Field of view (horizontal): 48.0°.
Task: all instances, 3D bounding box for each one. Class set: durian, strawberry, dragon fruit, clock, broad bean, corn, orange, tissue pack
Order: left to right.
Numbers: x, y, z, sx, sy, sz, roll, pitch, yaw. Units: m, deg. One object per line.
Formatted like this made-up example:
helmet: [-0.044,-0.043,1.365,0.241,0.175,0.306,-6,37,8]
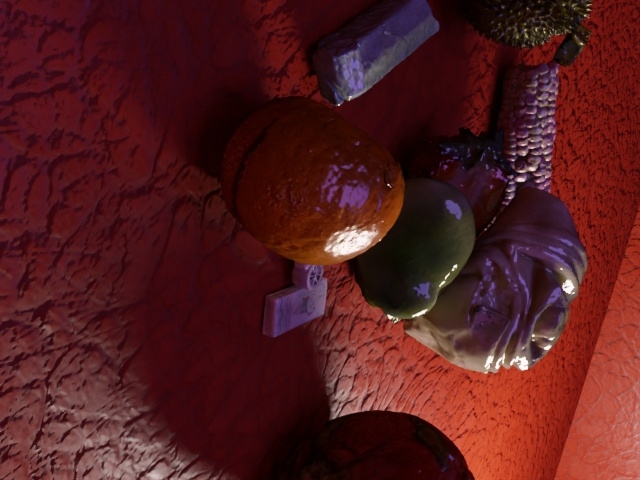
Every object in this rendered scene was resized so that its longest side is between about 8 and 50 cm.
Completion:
tissue pack: [-0.032,0.085,0.936,0.108,0.023,0.056,-21,123,-51]
orange: [-0.012,-0.057,0.746,0.161,0.193,0.193,-58,148,5]
clock: [0.000,0.000,0.923,0.129,0.041,0.087,-60,150,-25]
dragon fruit: [0.090,0.387,1.057,0.342,0.277,0.277,48,66,-41]
broad bean: [0.126,0.009,1.022,0.228,0.169,0.100,-57,-163,26]
strawberry: [0.197,-0.062,1.104,0.174,0.098,0.228,-3,123,-20]
durian: [0.284,-0.345,1.012,0.159,0.198,0.146,2,116,-34]
corn: [0.368,-0.158,1.310,0.127,0.127,0.335,-29,127,-46]

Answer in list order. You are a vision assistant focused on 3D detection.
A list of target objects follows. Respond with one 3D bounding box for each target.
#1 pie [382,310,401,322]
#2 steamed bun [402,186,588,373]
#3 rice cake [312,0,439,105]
pie: [0.130,0.095,1.182,0.084,0.020,0.084,-32,132,-44]
steamed bun: [0.303,0.088,1.174,0.275,0.206,0.320,-35,162,-54]
rice cake: [0.066,-0.241,0.871,0.206,0.063,0.069,-47,135,-34]
